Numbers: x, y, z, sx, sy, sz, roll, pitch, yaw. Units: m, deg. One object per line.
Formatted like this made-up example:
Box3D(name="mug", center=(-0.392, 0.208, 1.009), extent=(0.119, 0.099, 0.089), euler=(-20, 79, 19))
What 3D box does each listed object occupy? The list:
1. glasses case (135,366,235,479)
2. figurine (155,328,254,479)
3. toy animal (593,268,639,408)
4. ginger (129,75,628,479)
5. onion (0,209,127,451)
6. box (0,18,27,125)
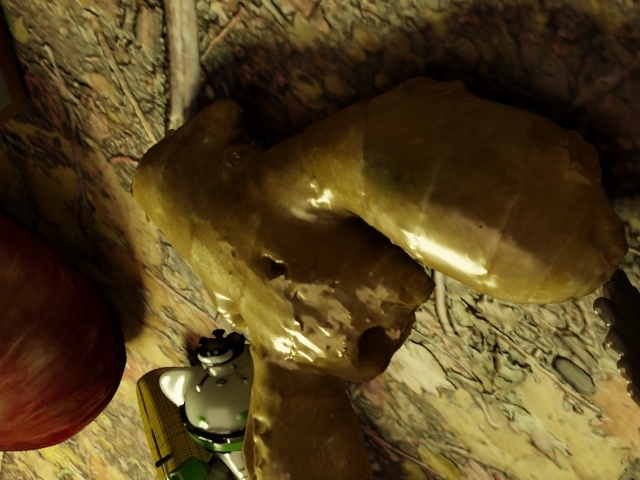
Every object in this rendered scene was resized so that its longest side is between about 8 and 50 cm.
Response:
Box3D(name="glasses case", center=(-0.102, 0.213, 1.230), extent=(0.064, 0.079, 0.234), euler=(-51, 48, 35))
Box3D(name="figurine", center=(-0.055, 0.151, 1.152), extent=(0.147, 0.126, 0.192), euler=(-17, 123, 11))
Box3D(name="toy animal", center=(0.219, 0.209, 0.751), extent=(0.302, 0.284, 0.225), euler=(30, 109, -16))
Box3D(name="ginger", center=(-0.007, -0.007, 0.886), extent=(0.348, 0.122, 0.363), euler=(52, 138, 26))
Box3D(name="onion", center=(-0.365, 0.095, 1.302), extent=(0.348, 0.285, 0.347), euler=(28, 154, 15))
Box3D(name="box", center=(-0.478, -0.079, 1.091), extent=(0.264, 0.415, 0.115), euler=(27, 145, 29))
